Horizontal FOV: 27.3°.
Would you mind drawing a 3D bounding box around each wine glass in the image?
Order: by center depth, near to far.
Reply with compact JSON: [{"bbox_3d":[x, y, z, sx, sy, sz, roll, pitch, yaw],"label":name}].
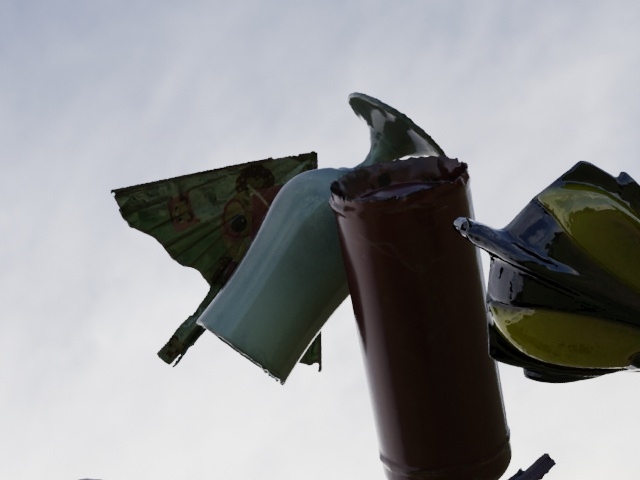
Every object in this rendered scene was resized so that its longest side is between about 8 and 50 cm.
[{"bbox_3d":[0.000,0.000,1.078,0.231,0.103,0.103,-56,-35,-7],"label":"wine glass"}]

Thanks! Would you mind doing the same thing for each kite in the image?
[{"bbox_3d":[-0.081,0.014,1.343,0.323,0.013,0.268,41,-104,-32],"label":"kite"}]

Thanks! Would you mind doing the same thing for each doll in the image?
[{"bbox_3d":[0.193,0.038,0.761,0.127,0.248,0.088,-64,4,-20],"label":"doll"}]

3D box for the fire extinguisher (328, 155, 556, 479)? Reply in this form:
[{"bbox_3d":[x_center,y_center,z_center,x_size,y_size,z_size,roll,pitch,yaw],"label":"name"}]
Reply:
[{"bbox_3d":[0.105,0.101,1.021,0.147,0.106,0.337,-19,-70,-20],"label":"fire extinguisher"}]

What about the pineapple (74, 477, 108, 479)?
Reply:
[{"bbox_3d":[-0.087,0.287,0.655,0.169,0.340,0.169,-21,-33,-15],"label":"pineapple"}]
